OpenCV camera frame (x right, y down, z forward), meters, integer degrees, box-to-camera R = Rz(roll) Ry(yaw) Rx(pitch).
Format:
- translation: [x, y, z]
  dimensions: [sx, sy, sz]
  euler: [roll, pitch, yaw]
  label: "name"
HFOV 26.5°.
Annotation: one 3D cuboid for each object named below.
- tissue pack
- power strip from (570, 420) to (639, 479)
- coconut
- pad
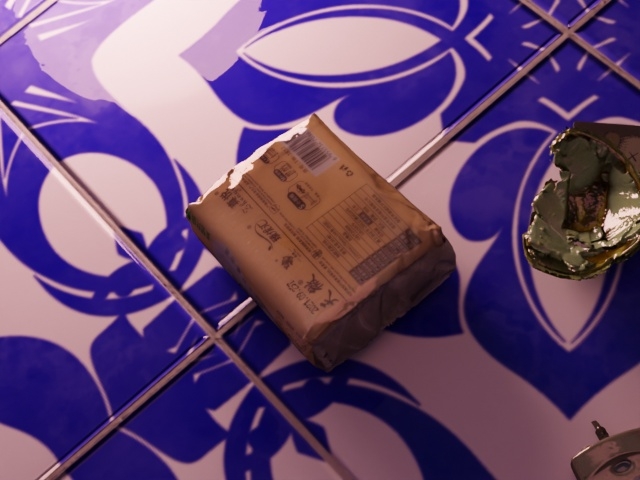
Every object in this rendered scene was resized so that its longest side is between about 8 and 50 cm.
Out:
- translation: [0.000, 0.000, 1.356]
  dimensions: [0.186, 0.090, 0.222]
  euler: [-39, 62, -12]
  label: "tissue pack"
- translation: [0.289, 0.252, 1.184]
  dimensions: [0.080, 0.029, 0.227]
  euler: [-24, 59, 0]
  label: "power strip"
- translation: [0.260, -0.023, 1.322]
  dimensions: [0.133, 0.055, 0.158]
  euler: [25, 72, 22]
  label: "coconut"
- translation: [0.339, -0.059, 1.357]
  dimensions: [0.190, 0.004, 0.127]
  euler: [6, 64, 16]
  label: "pad"
